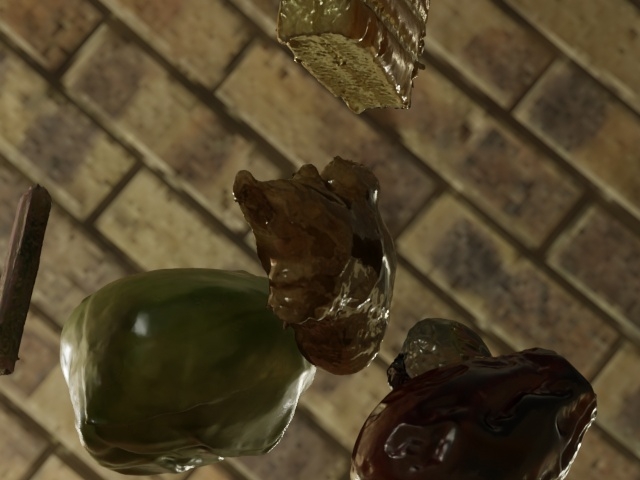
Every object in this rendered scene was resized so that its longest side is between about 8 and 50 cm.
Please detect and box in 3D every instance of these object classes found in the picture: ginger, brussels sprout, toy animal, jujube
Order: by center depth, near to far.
[{"bbox_3d":[0.139,0.178,1.535,0.168,0.236,0.168,43,152,30],"label":"jujube"},{"bbox_3d":[0.127,0.132,1.691,0.137,0.098,0.098,26,-176,-37],"label":"toy animal"},{"bbox_3d":[0.000,0.000,1.785,0.123,0.219,0.270,6,149,22],"label":"ginger"},{"bbox_3d":[-0.153,0.148,2.008,0.328,0.247,0.328,2,168,0],"label":"brussels sprout"}]

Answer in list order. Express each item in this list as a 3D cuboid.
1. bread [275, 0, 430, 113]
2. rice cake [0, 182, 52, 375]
[{"bbox_3d":[0.047,-0.285,1.924,0.111,0.239,0.246,4,167,22],"label":"bread"},{"bbox_3d":[-0.317,0.041,1.826,0.036,0.207,0.047,22,163,-37],"label":"rice cake"}]
